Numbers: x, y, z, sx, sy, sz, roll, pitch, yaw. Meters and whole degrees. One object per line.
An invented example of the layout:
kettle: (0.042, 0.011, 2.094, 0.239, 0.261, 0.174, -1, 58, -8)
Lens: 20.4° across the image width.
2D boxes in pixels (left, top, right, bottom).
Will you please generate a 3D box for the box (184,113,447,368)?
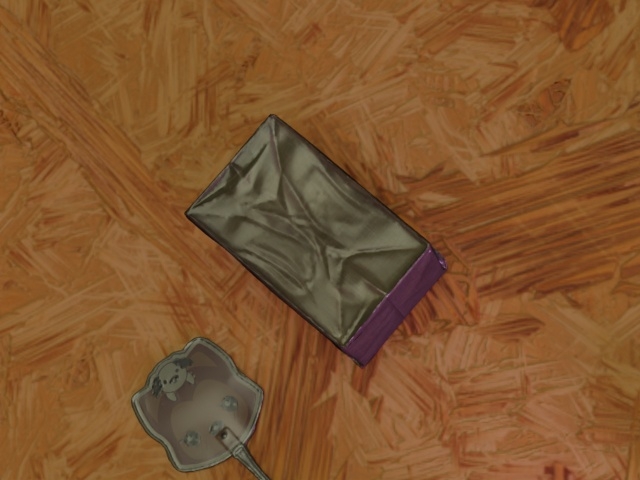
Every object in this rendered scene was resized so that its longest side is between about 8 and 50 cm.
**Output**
box: (0.000, 0.000, 1.915, 0.231, 0.149, 0.155, 41, 89, 15)

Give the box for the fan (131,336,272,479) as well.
fan: (-0.108, 0.212, 1.962, 0.132, 0.009, 0.220, -45, 73, 1)
